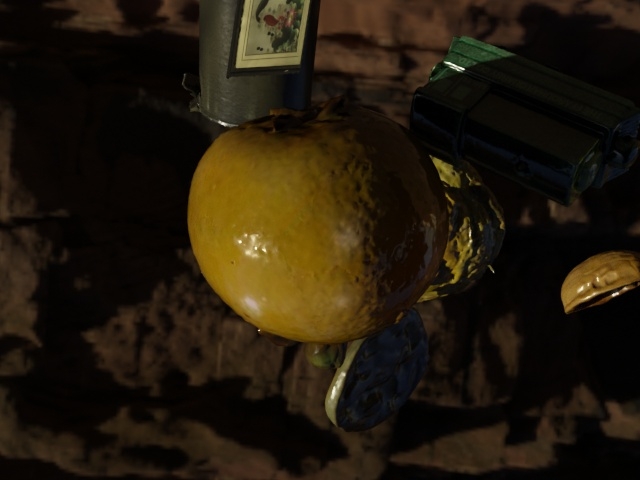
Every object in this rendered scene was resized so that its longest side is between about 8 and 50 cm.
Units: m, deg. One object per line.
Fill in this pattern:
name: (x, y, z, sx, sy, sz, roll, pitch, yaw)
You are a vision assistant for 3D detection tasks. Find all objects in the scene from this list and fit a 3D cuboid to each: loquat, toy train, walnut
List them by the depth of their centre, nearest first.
walnut: (0.328, 0.040, 1.161, 0.121, 0.052, 0.091, -29, 165, 24)
loquat: (0.000, 0.000, 1.257, 0.328, 0.360, 0.328, -3, -162, 1)
toy train: (0.278, -0.161, 1.423, 0.330, 0.138, 0.178, 29, -126, 26)

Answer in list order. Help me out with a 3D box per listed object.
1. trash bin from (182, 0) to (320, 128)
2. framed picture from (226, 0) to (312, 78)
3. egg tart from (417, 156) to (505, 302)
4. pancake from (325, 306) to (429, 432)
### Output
trash bin: (-0.099, -0.354, 1.645, 0.252, 0.302, 0.203, 4, -151, -3)
framed picture: (-0.061, -0.314, 1.322, 0.010, 0.199, 0.195, 7, -178, -36)
egg tart: (0.190, -0.020, 1.941, 0.339, 0.351, 0.153, 32, -146, -1)
pancake: (0.115, 0.250, 1.944, 0.049, 0.294, 0.294, 27, -164, 35)
